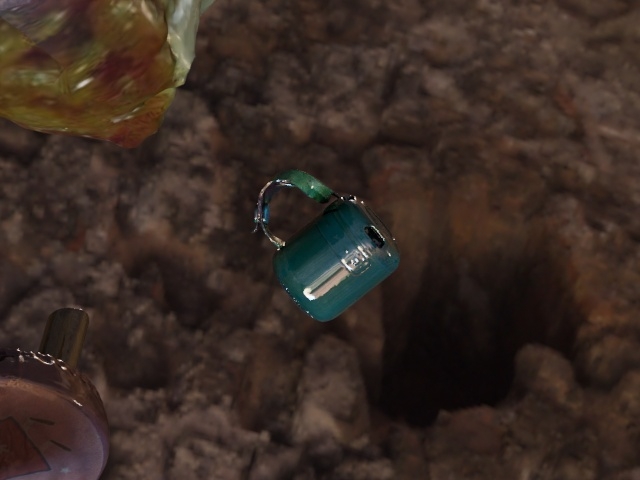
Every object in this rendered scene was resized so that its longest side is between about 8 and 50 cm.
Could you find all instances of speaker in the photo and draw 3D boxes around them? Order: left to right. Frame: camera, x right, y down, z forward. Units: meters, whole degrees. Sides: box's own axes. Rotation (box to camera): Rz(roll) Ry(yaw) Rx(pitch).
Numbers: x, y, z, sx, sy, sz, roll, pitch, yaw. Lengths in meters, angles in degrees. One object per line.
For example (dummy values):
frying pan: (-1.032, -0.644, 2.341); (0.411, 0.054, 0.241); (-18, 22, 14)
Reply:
speaker: (0.000, -0.001, 0.848); (0.094, 0.075, 0.060); (53, -172, 14)

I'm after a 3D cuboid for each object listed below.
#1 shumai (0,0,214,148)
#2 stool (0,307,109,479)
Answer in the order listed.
shumai: (-0.185, -0.208, 0.752); (0.324, 0.397, 0.323); (-9, -118, 3)
stool: (-0.362, 0.166, 1.362); (0.272, 0.272, 0.178); (3, -134, -21)
